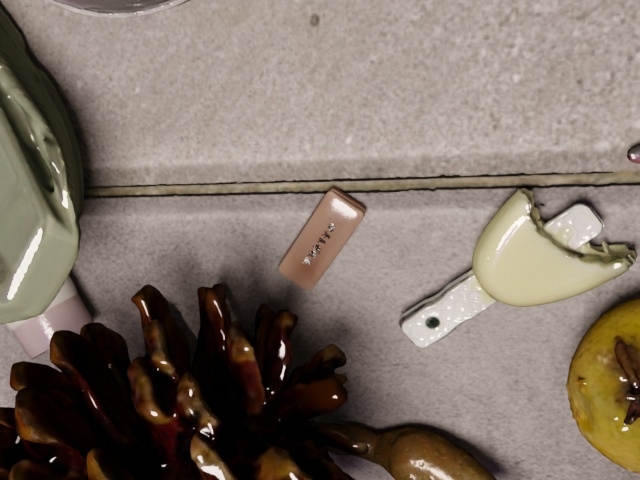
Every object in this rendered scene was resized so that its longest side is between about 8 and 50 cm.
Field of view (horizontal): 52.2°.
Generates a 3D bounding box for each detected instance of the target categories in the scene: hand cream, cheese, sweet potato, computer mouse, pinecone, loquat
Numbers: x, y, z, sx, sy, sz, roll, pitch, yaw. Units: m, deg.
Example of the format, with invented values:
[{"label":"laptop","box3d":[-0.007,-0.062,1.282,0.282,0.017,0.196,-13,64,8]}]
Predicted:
[{"label":"hand cream","box3d":[-0.366,0.015,0.759,0.133,0.083,0.247,-27,95,17]},{"label":"cheese","box3d":[0.181,0.039,0.660,0.235,0.049,0.127,-39,104,26]},{"label":"sweet potato","box3d":[0.103,0.252,0.765,0.270,0.075,0.074,15,117,19]},{"label":"computer mouse","box3d":[-0.372,-0.109,0.652,0.228,0.145,0.429,-32,85,8]},{"label":"pinecone","box3d":[-0.127,0.219,0.636,0.398,0.397,0.397,5,115,10]},{"label":"loquat","box3d":[0.331,0.140,0.625,0.205,0.149,0.172,18,97,-33]}]

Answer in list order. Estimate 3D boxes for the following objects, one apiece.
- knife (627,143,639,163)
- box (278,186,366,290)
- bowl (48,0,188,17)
[{"label":"knife","box3d":[0.401,-0.094,0.574,0.248,0.018,0.035,-7,106,12]},{"label":"box","box3d":[0.000,0.000,0.695,0.048,0.025,0.115,33,116,-6]},{"label":"bowl","box3d":[-0.149,-0.330,0.511,0.287,0.143,0.286,4,114,10]}]
